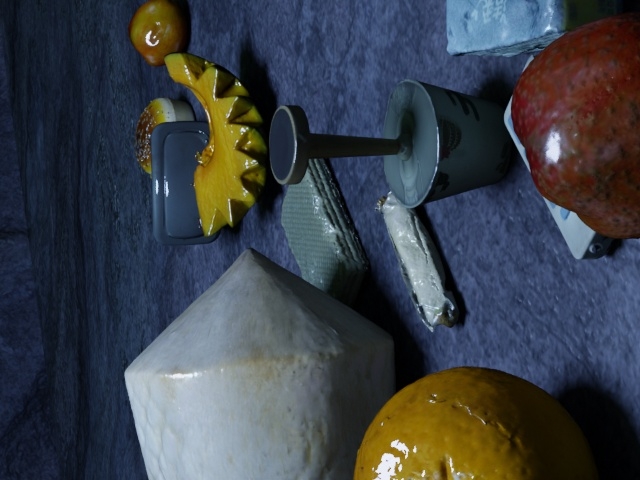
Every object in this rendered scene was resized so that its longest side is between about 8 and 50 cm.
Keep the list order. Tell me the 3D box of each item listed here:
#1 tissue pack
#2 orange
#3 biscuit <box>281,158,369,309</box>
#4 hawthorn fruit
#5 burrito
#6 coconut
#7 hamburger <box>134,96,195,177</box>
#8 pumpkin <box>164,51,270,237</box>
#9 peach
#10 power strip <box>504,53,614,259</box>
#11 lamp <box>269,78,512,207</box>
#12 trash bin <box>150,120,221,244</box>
[{"bbox_3d":[0.178,-0.288,1.187,0.185,0.081,0.257,-178,87,-68],"label":"tissue pack"},{"bbox_3d":[0.131,0.216,1.194,0.219,0.193,0.219,-14,68,40],"label":"orange"},{"bbox_3d":[0.000,0.000,1.714,0.121,0.040,0.199,108,150,-45],"label":"biscuit"},{"bbox_3d":[0.238,-0.100,1.003,0.203,0.162,0.162,-37,56,43],"label":"hawthorn fruit"},{"bbox_3d":[0.101,0.018,1.468,0.045,0.041,0.185,-31,53,18],"label":"burrito"},{"bbox_3d":[-0.057,0.167,1.554,0.329,0.329,0.329,178,90,-68],"label":"coconut"},{"bbox_3d":[-0.251,-0.160,2.262,0.141,0.081,0.126,113,147,-45],"label":"hamburger"},{"bbox_3d":[-0.105,-0.143,1.919,0.130,0.149,0.254,-16,86,31],"label":"pumpkin"},{"bbox_3d":[-0.253,-0.332,2.243,0.101,0.101,0.101,178,90,-68],"label":"peach"},{"bbox_3d":[0.208,-0.072,1.196,0.081,0.035,0.192,111,149,-45],"label":"power strip"},{"bbox_3d":[0.065,-0.090,1.308,0.121,0.215,0.121,180,90,-68],"label":"lamp"},{"bbox_3d":[-0.201,-0.087,2.073,0.236,0.101,0.176,-147,55,-80],"label":"trash bin"}]
